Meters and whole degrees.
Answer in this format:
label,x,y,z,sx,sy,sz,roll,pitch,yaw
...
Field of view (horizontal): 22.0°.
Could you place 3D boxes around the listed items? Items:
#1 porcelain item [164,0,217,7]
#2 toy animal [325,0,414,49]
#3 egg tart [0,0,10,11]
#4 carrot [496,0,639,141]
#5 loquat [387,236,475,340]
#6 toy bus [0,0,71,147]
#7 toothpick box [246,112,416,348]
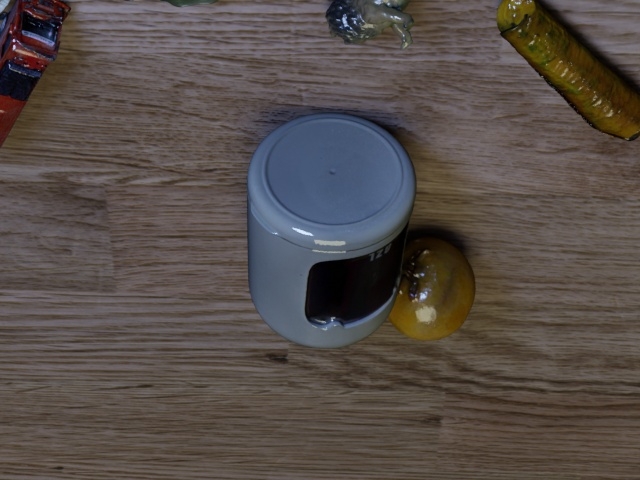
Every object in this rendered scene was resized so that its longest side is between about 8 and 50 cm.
label,x,y,z,sx,sy,sz,roll,pitch,yaw
porcelain item,-0.124,-0.297,1.833,0.215,0.069,0.081,-10,163,15
toy animal,0.100,-0.270,1.860,0.219,0.086,0.069,-24,176,21
egg tart,-0.453,-0.296,1.824,0.234,0.094,0.234,-1,142,-1
carrot,0.301,-0.203,1.951,0.070,0.070,0.260,-27,134,31
loquat,0.147,0.065,2.256,0.141,0.141,0.141,1,143,0
toy bus,-0.370,-0.194,1.955,0.073,0.096,0.235,17,141,-23
toothpick box,0.000,0.000,2.124,0.229,0.229,0.316,3,144,-2
